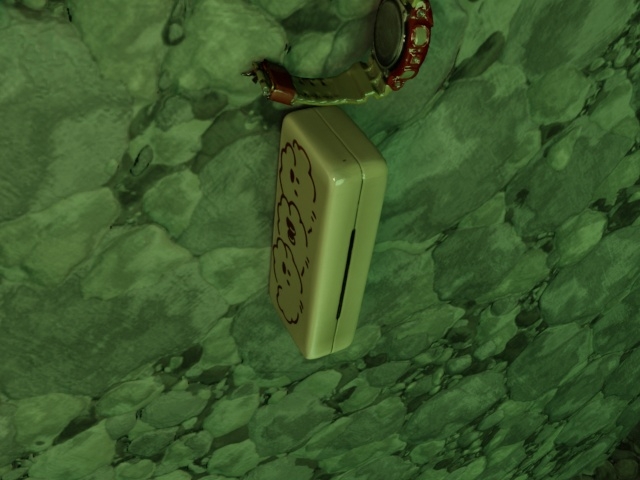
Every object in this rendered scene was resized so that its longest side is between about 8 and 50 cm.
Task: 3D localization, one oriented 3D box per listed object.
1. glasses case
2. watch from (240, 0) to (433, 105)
[{"bbox_3d":[0.000,0.000,0.927,0.076,0.144,0.337,-16,137,-23],"label":"glasses case"},{"bbox_3d":[-0.016,-0.214,0.741,0.268,0.102,0.165,-11,139,-13],"label":"watch"}]
